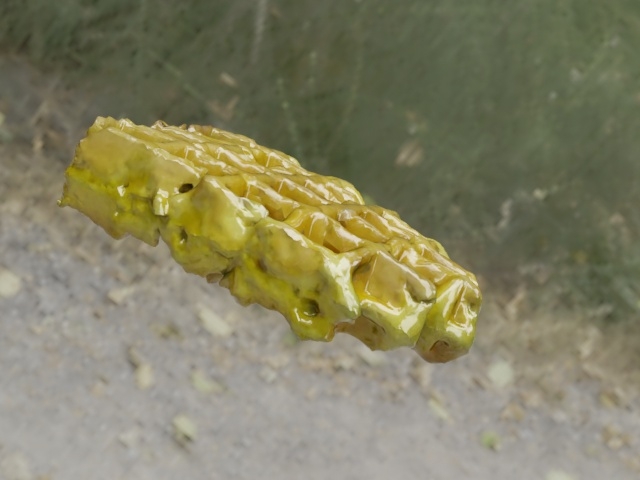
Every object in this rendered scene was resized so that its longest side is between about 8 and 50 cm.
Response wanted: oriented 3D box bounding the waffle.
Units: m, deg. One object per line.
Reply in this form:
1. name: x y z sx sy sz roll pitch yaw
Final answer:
1. waffle: 0.000 0.001 0.928 0.219 0.057 0.229 28 12 19
